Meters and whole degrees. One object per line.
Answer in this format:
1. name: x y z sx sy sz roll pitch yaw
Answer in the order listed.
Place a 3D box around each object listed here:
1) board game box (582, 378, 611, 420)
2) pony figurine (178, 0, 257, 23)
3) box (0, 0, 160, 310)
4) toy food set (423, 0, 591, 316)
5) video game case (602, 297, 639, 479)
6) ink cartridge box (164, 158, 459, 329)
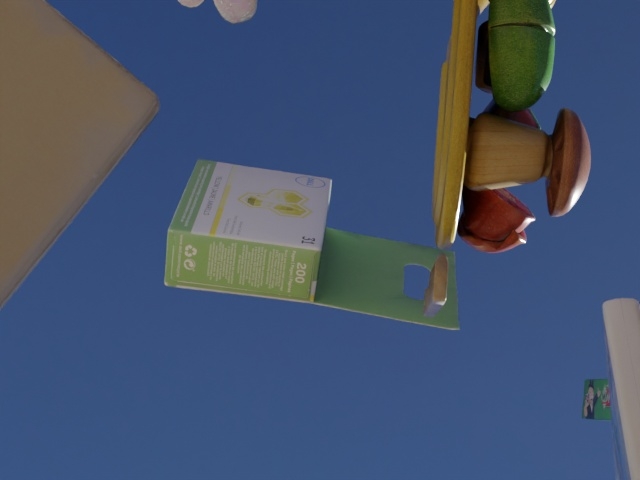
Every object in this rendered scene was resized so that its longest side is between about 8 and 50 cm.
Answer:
1. board game box: 0.446 0.169 1.476 0.317 0.213 0.046 4 -98 -6
2. pony figurine: 0.048 -0.333 0.887 0.363 0.302 0.351 148 -62 -66
3. box: -0.214 0.033 0.591 0.121 0.311 0.148 40 -30 -11
4. toy food set: 0.095 -0.062 0.721 0.071 0.128 0.218 5 -104 2
5. video game case: 0.197 0.184 0.875 0.026 0.227 0.206 -7 -49 8
6. ink cartridge box: 0.000 0.000 1.211 0.235 0.171 0.056 7 -68 1
